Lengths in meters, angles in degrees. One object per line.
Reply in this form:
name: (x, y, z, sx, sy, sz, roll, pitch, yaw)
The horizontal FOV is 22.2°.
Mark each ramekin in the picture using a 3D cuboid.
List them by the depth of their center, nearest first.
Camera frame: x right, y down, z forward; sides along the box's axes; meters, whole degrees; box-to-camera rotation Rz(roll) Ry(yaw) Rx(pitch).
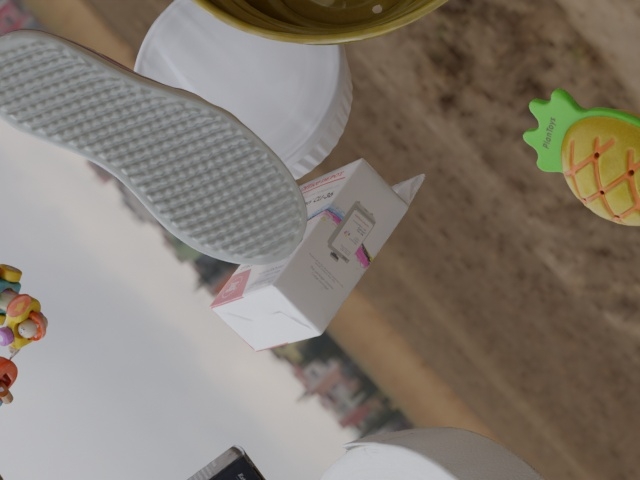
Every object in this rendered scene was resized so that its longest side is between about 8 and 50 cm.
ramekin: (-0.085, -0.185, 2.009, 0.273, 0.273, 0.127, 46, -176, 21)

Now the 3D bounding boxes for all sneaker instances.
sneaker: (-0.137, -0.084, 1.304, 0.282, 0.102, 0.161, 34, -179, -10)

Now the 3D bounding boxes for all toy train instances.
toy train: (-0.316, 0.100, 1.609, 0.046, 0.125, 0.166, 25, 149, 25)

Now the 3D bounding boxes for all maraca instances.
maraca: (0.284, -0.081, 1.613, 0.185, 0.099, 0.127, 30, 137, 22)

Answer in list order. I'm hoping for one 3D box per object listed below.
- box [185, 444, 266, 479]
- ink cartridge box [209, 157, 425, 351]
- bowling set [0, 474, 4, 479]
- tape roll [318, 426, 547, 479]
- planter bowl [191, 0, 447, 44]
box: (-0.131, 0.362, 1.900, 0.153, 0.207, 0.108, 56, 171, -5)
ink cartridge box: (0.000, 0.000, 1.460, 0.067, 0.198, 0.115, 46, 148, -16)
bowling set: (-0.243, 0.188, 0.765, 0.287, 0.200, 0.154, 81, 165, -72)
tape roll: (0.107, 0.341, 1.293, 0.392, 0.072, 0.392, 23, 117, 54)
planter bowl: (0.011, -0.190, 0.973, 0.217, 0.217, 0.090, 46, 169, 23)
